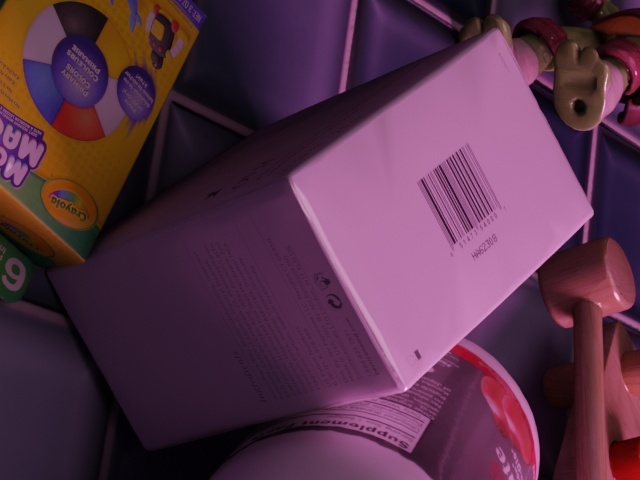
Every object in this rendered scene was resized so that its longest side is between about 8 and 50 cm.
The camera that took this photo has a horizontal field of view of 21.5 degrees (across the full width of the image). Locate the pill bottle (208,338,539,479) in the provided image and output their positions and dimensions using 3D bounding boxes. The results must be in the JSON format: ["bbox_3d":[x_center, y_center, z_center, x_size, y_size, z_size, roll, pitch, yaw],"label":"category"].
[{"bbox_3d":[0.021,0.175,0.993,0.318,0.176,0.176,-43,119,-68],"label":"pill bottle"}]

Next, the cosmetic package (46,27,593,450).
[{"bbox_3d":[0.000,0.000,1.019,0.224,0.224,0.138,-38,102,-45],"label":"cosmetic package"}]

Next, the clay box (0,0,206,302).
[{"bbox_3d":[-0.160,-0.085,0.985,0.127,0.053,0.222,45,53,-35],"label":"clay box"}]

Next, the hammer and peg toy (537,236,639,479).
[{"bbox_3d":[0.227,0.196,1.309,0.361,0.127,0.266,58,34,-26],"label":"hammer and peg toy"}]

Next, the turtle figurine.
[{"bbox_3d":[0.251,-0.205,1.372,0.266,0.275,0.198,-28,72,-43],"label":"turtle figurine"}]
